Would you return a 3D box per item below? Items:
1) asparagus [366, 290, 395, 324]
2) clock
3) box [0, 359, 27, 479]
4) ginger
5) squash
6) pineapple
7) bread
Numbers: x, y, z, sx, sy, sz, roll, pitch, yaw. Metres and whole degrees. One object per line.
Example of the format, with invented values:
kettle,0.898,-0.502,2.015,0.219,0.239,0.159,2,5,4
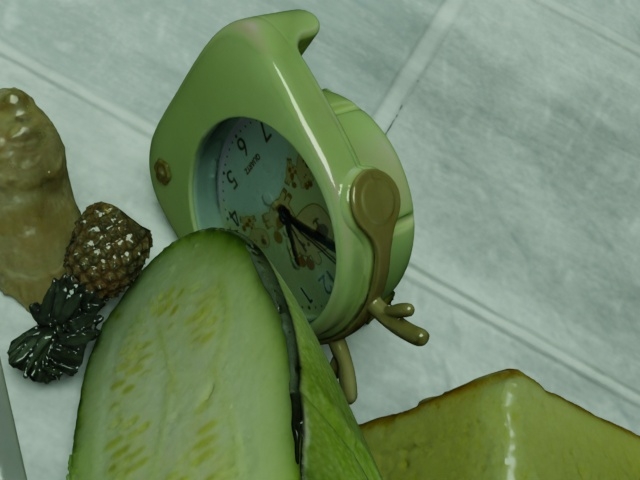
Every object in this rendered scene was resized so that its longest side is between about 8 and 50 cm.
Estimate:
asparagus,0.000,0.000,1.074,0.045,0.041,0.178,-37,74,-17
clock,-0.018,-0.019,0.979,0.096,0.235,0.308,-20,72,-40
box,-0.238,0.187,0.807,0.067,0.233,0.150,-14,66,-19
ginger,-0.257,-0.038,1.001,0.115,0.122,0.193,-27,79,-36
squash,-0.096,0.123,0.879,0.210,0.233,0.309,10,49,-58
pineapple,-0.204,0.048,0.971,0.074,0.074,0.159,29,80,4
bread,0.199,0.283,0.957,0.361,0.245,0.233,23,52,-35
